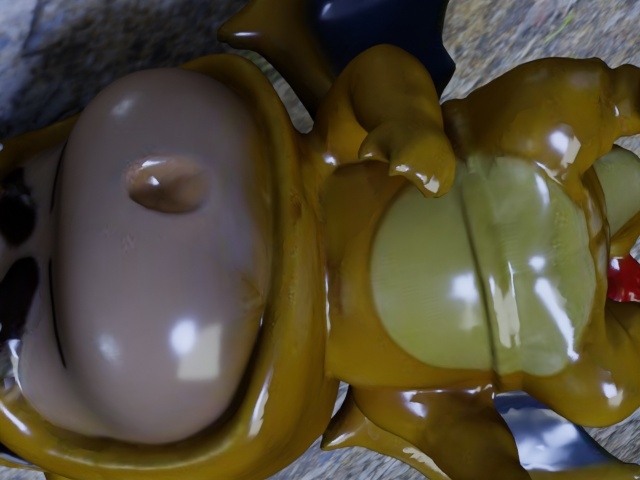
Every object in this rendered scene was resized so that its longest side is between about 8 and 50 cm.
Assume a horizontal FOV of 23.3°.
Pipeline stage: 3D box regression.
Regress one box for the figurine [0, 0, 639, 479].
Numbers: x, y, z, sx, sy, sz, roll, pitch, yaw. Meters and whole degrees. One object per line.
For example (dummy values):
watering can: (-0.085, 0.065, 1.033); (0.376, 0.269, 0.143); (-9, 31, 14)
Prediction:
figurine: (0.008, 0.035, 0.798); (0.387, 0.268, 0.401); (-11, 123, 11)
